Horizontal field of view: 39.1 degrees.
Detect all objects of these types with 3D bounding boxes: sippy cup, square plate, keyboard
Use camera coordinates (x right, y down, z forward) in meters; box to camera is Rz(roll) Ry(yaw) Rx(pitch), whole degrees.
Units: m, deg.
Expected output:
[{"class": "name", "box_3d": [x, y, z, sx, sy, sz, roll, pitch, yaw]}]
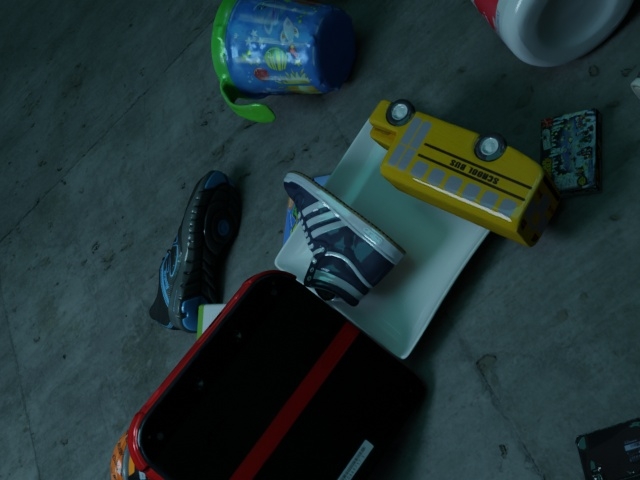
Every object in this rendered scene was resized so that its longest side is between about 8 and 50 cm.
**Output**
[{"class": "sippy cup", "box_3d": [-0.060, -0.386, 1.793, 0.224, 0.240, 0.305, 12, 102, 31]}, {"class": "square plate", "box_3d": [0.127, -0.019, 1.565, 0.344, 0.049, 0.347, 35, 91, 37]}, {"class": "keyboard", "box_3d": [0.439, 0.293, 1.217, 0.180, 0.023, 0.108, -27, 50, 29]}]

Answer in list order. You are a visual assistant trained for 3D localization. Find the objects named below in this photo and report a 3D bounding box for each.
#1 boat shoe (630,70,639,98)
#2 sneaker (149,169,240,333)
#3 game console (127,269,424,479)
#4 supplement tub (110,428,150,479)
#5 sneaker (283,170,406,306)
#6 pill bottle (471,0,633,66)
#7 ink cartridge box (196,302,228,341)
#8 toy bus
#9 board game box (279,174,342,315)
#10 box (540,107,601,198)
[{"class": "boat shoe", "box_3d": [0.571, -0.194, 1.241, 0.095, 0.112, 0.335, -53, 37, 6]}, {"class": "sneaker", "box_3d": [-0.268, 0.016, 1.839, 0.139, 0.125, 0.341, -1, 69, 44]}, {"class": "game console", "box_3d": [-0.066, 0.270, 1.399, 0.386, 0.342, 0.060, -52, 4, -21]}, {"class": "supplement tub", "box_3d": [-0.198, 0.387, 1.554, 0.338, 0.207, 0.207, -15, 63, 41]}, {"class": "sneaker", "box_3d": [0.000, 0.000, 1.547, 0.282, 0.099, 0.153, 38, 92, 34]}, {"class": "pill bottle", "box_3d": [0.326, -0.498, 1.509, 0.229, 0.229, 0.408, -40, 51, 19]}, {"class": "ink cartridge box", "box_3d": [-0.104, 0.209, 1.623, 0.255, 0.097, 0.189, -5, 78, 37]}, {"class": "toy bus", "box_3d": [0.217, -0.116, 1.450, 0.332, 0.108, 0.130, 27, 86, 35]}, {"class": "board game box", "box_3d": [-0.010, 0.013, 1.696, 0.145, 0.027, 0.281, -7, 67, 35]}, {"class": "box", "box_3d": [0.397, -0.136, 1.431, 0.094, 0.027, 0.137, -10, 66, 37]}]
